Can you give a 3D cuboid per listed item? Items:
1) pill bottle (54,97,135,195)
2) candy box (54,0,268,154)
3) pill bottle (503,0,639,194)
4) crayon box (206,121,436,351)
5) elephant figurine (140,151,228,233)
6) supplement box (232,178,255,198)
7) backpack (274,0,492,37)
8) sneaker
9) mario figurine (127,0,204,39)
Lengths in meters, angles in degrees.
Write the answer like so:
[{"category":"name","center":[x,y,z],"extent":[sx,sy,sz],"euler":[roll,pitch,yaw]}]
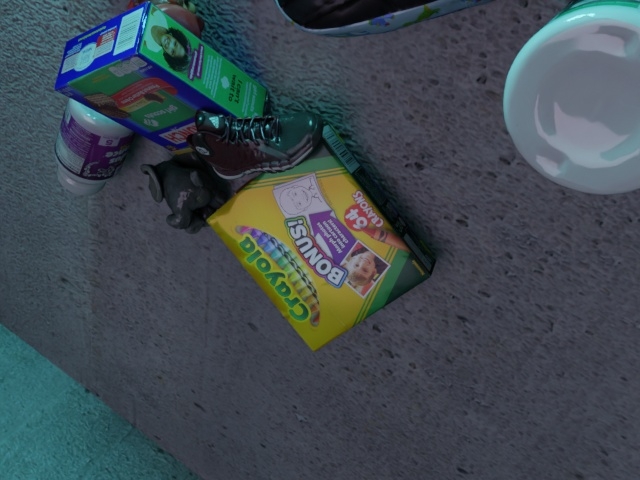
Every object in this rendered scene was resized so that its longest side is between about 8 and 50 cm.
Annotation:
[{"category":"pill bottle","center":[-0.555,-0.245,1.597],"extent":[0.169,0.169,0.301],"euler":[44,136,2]},{"category":"candy box","center":[-0.308,-0.301,1.292],"extent":[0.268,0.122,0.317],"euler":[-6,159,38]},{"category":"pill bottle","center":[0.375,-0.219,0.793],"extent":[0.204,0.361,0.204],"euler":[19,129,25]},{"category":"crayon box","center":[0.000,0.000,1.334],"extent":[0.313,0.106,0.363],"euler":[-37,94,24]},{"category":"elephant figurine","center":[-0.350,-0.138,1.545],"extent":[0.239,0.169,0.186],"euler":[44,108,25]},{"category":"supplement box","center":[-0.094,-0.033,1.469],"extent":[0.233,0.080,0.078],"euler":[36,135,6]},{"category":"backpack","center":[0.086,-0.429,0.939],"extent":[0.355,0.273,0.290],"euler":[-22,102,7]},{"category":"sneaker","center":[-0.142,-0.195,1.209],"extent":[0.281,0.106,0.162],"euler":[-14,149,37]},{"category":"mario figurine","center":[-0.330,-0.513,1.311],"extent":[0.320,0.170,0.198],"euler":[59,171,2]}]
